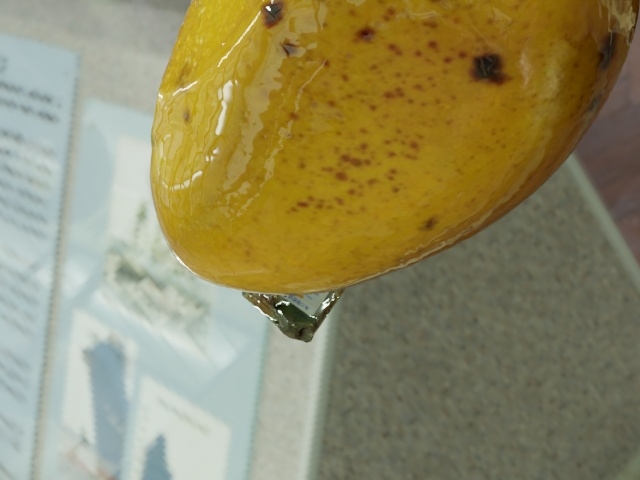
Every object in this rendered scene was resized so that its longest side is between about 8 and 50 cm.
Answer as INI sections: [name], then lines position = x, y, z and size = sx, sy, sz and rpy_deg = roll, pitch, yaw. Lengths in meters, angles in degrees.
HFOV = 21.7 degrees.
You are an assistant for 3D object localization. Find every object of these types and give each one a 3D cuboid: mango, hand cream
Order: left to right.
[hand cream]
position = 0.000, 0.000, 1.117
size = 0.039, 0.062, 0.163
rpy_deg = -50, -7, -47
[mango]
position = 0.033, -0.085, 0.780
size = 0.290, 0.191, 0.160
rpy_deg = -52, 26, 24
